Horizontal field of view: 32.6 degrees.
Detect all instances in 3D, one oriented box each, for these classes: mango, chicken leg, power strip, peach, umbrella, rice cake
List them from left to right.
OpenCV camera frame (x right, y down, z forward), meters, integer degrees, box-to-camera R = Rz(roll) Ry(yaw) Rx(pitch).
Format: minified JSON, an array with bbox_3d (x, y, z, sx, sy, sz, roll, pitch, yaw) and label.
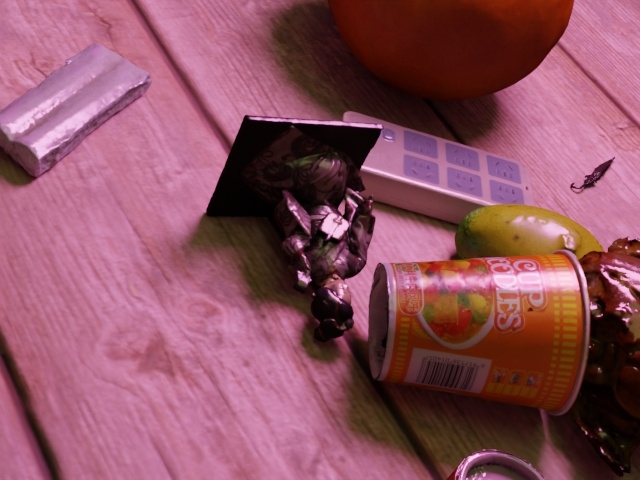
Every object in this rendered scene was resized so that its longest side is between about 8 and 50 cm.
[{"bbox_3d":[-0.272,-0.148,1.193,0.085,0.040,0.226,30,41,6],"label":"rice cake"},{"bbox_3d":[0.133,-0.079,1.307,0.270,0.046,0.118,15,41,-8],"label":"power strip"},{"bbox_3d":[0.162,-0.342,1.410,0.343,0.301,0.342,2,69,-5],"label":"peach"},{"bbox_3d":[0.236,0.016,1.213,0.178,0.100,0.119,27,42,15],"label":"mango"},{"bbox_3d":[0.369,-0.089,1.454,0.022,0.013,0.122,23,36,34],"label":"umbrella"},{"bbox_3d":[0.360,0.167,1.079,0.211,0.140,0.361,-34,81,-14],"label":"chicken leg"}]

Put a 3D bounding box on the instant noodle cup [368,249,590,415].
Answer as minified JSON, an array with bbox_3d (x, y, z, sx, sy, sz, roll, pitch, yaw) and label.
[{"bbox_3d":[0.144,0.084,1.061,0.185,0.168,0.168,5,43,-6],"label":"instant noodle cup"}]

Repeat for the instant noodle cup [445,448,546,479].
[{"bbox_3d":[0.124,0.244,0.883,0.127,0.135,0.127,13,41,-11],"label":"instant noodle cup"}]

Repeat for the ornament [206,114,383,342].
[{"bbox_3d":[0.000,0.000,1.098,0.166,0.153,0.196,-1,55,-25],"label":"ornament"}]
